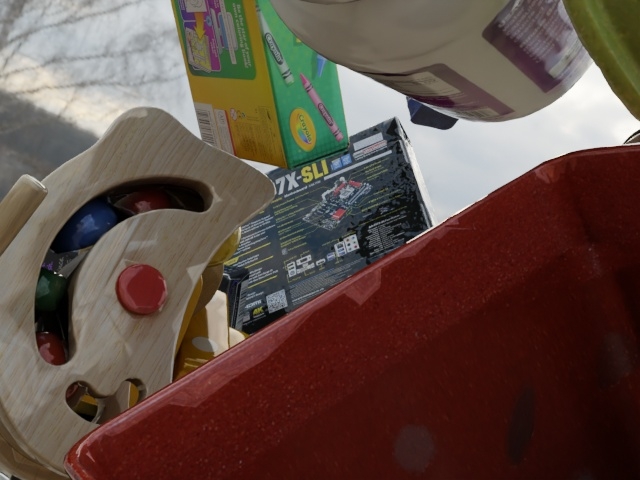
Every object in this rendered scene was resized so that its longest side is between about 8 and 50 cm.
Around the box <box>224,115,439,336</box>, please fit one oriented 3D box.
[{"bbox_3d":[0.000,0.000,1.197,0.322,0.257,0.079,-23,-39,12],"label":"box"}]

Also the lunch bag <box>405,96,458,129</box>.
[{"bbox_3d":[0.199,-0.238,1.490,0.098,0.065,0.067,9,-34,-24],"label":"lunch bag"}]

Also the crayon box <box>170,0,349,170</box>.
[{"bbox_3d":[-0.071,-0.219,0.857,0.081,0.278,0.165,-23,24,-32],"label":"crayon box"}]

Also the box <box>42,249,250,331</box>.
[{"bbox_3d":[-0.237,0.095,1.056,0.270,0.165,0.143,10,2,4],"label":"box"}]

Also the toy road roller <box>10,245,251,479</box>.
[{"bbox_3d":[-0.120,0.107,0.793,0.240,0.330,0.202,17,20,-14],"label":"toy road roller"}]

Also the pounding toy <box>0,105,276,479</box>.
[{"bbox_3d":[-0.111,0.039,0.455,0.154,0.269,0.155,49,-36,-11],"label":"pounding toy"}]

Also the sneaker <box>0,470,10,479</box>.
[{"bbox_3d":[-0.415,0.344,1.052,0.275,0.110,0.107,44,-49,-18],"label":"sneaker"}]

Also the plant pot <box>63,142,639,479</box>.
[{"bbox_3d":[0.117,0.121,0.275,0.267,0.267,0.236,2,-61,62],"label":"plant pot"}]

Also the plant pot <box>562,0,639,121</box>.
[{"bbox_3d":[0.273,-0.181,0.350,0.276,0.276,0.254,23,-17,-27],"label":"plant pot"}]

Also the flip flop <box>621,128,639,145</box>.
[{"bbox_3d":[0.405,-0.120,1.032,0.080,0.277,0.112,25,26,19],"label":"flip flop"}]

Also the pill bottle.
[{"bbox_3d":[0.066,-0.174,0.521,0.169,0.169,0.301,19,7,27],"label":"pill bottle"}]
